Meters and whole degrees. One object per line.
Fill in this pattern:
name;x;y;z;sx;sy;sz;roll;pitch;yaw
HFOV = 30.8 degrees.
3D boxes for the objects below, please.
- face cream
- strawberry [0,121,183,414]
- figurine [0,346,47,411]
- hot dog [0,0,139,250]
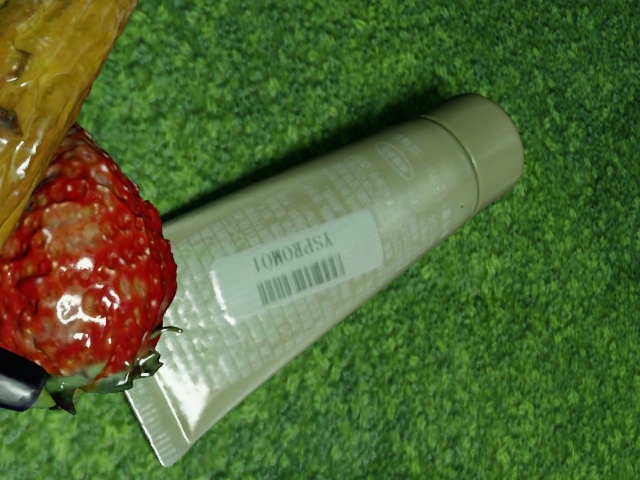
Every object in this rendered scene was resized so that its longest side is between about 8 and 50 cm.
face cream;0.000;0.000;0.768;0.341;0.084;0.137;-31;102;-33
strawberry;-0.136;0.012;0.596;0.131;0.131;0.148;-26;94;-43
figurine;-0.243;0.052;0.404;0.308;0.308;0.143;50;20;-25
hot dog;-0.194;-0.090;0.547;0.196;0.122;0.272;22;64;9
